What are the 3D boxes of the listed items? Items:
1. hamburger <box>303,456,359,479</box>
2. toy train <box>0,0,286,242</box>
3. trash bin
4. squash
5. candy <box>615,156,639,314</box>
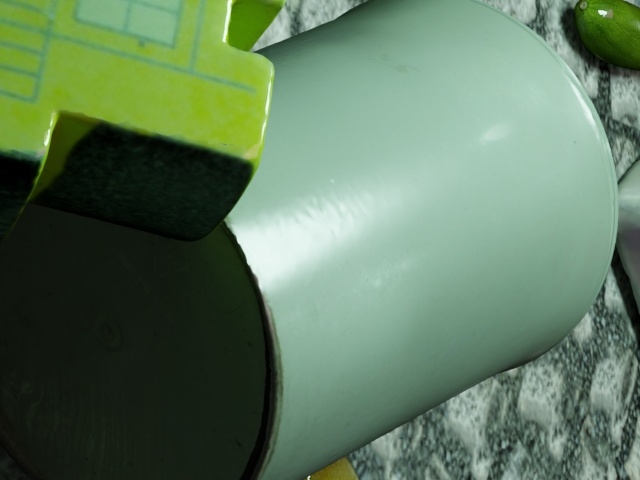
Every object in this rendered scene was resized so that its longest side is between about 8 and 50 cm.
[{"bbox_3d":[-0.038,0.233,1.210,0.189,0.122,0.215,65,33,-36],"label":"hamburger"},{"bbox_3d":[-0.204,-0.147,0.856,0.442,0.179,0.272,14,69,-16],"label":"toy train"},{"bbox_3d":[0.000,0.000,1.178,0.432,0.280,0.280,-25,104,-52],"label":"trash bin"},{"bbox_3d":[0.330,-0.211,1.895,0.258,0.069,0.069,3,81,-56],"label":"squash"},{"bbox_3d":[0.441,-0.028,1.955,0.358,0.145,0.208,-43,119,-50],"label":"candy"}]
